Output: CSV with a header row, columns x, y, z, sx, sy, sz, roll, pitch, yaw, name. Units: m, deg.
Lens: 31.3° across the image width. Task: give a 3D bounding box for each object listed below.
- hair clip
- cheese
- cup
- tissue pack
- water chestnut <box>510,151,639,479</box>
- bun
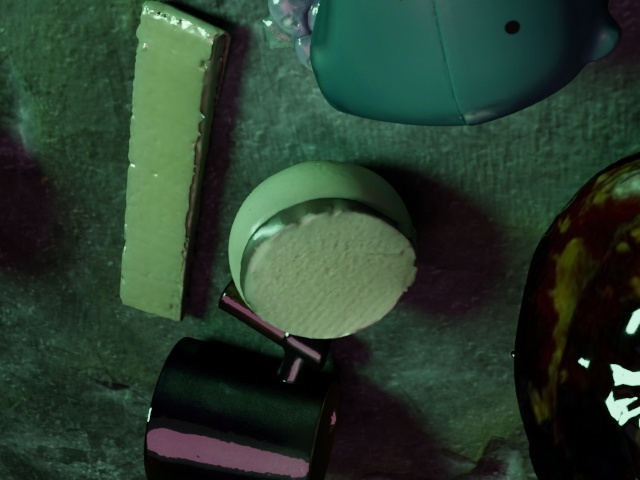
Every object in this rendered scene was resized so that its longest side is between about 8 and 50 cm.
x,y,z,sx,sy,sz,roll,pitch,yaw,name
0.050,-0.175,0.923,0.195,0.052,0.124,-3,123,19,hair clip
-0.153,-0.060,1.123,0.085,0.034,0.400,21,135,5,cheese
-0.080,0.176,1.215,0.177,0.166,0.239,11,135,11,cup
0.088,-0.226,0.740,0.206,0.198,0.287,-1,124,19,tissue pack
0.323,0.084,0.885,0.335,0.347,0.335,0,90,42,water chestnut
0.000,0.000,1.045,0.173,0.120,0.173,-4,127,-6,bun
